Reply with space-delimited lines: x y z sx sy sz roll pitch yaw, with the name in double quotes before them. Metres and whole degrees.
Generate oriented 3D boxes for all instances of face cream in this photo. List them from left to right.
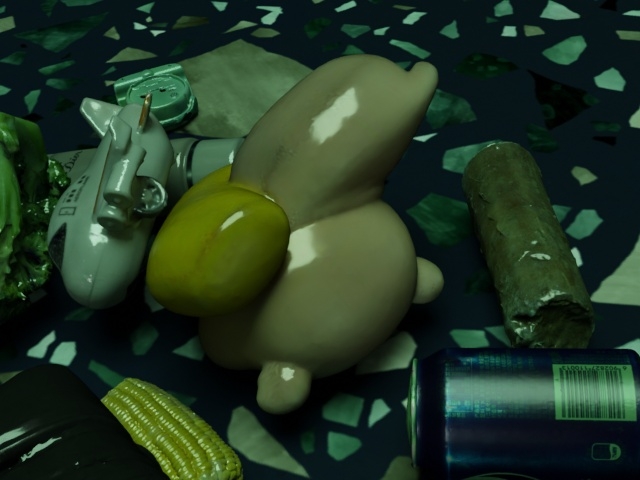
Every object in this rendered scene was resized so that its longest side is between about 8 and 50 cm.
"face cream" -0.228 -0.069 1.220 0.314 0.089 0.143 -5 41 19

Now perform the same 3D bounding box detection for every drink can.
"drink can" 0.178 0.149 0.876 0.204 0.118 0.118 1 41 8

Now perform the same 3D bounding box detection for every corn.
"corn" -0.142 0.186 0.918 0.165 0.063 0.085 31 77 38

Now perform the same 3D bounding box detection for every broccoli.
"broccoli" -0.389 -0.035 1.063 0.265 0.245 0.294 28 9 10

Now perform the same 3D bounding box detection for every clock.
"clock" -0.213 -0.184 1.368 0.101 0.041 0.135 -20 42 -15

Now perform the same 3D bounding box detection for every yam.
"yam" 0.211 0.011 1.050 0.093 0.093 0.259 -7 41 -1

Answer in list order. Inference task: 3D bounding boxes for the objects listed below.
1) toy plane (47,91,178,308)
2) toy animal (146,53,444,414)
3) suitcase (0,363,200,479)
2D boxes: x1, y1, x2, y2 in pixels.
"toy plane" -0.217 -0.043 1.058 0.117 0.245 0.245 16 40 -10
"toy animal" -0.007 0.001 1.016 0.345 0.247 0.277 -51 13 -23
"suitcase" -0.197 0.278 0.606 0.339 0.345 0.188 -33 42 -27
